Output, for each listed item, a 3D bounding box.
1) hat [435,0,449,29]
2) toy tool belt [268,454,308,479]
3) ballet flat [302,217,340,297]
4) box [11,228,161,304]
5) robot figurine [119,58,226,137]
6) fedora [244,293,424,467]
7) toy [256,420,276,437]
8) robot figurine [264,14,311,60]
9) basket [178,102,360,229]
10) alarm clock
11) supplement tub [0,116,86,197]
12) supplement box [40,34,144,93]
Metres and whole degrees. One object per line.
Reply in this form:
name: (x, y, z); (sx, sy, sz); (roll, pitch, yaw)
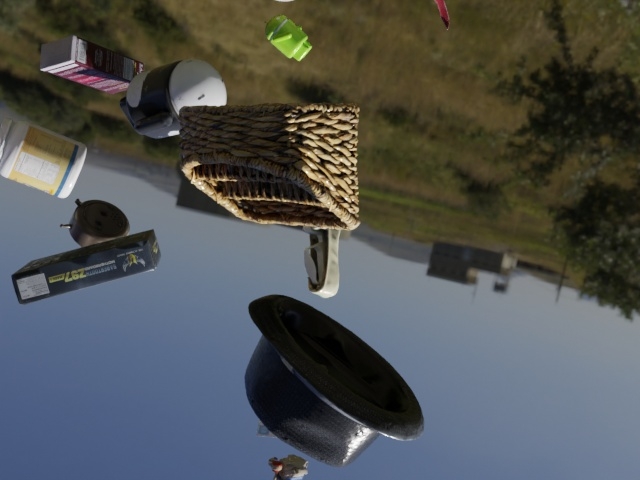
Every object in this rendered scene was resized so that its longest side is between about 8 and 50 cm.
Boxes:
hat: (0.236, -0.572, 1.638); (0.183, 0.173, 0.208); (31, 163, 2)
toy tool belt: (-0.061, 0.422, 1.523); (0.052, 0.051, 0.083); (16, -174, 40)
ballet flat: (0.000, 0.000, 1.815); (0.086, 0.248, 0.086); (-2, 176, 0)
box: (-0.400, 0.042, 1.465); (0.233, 0.059, 0.183); (-15, -171, -7)
robot figurine: (-0.358, -0.342, 2.058); (0.278, 0.209, 0.173); (-7, 163, 35)
fedora: (-0.004, 0.235, 1.318); (0.334, 0.152, 0.334); (33, -167, -9)
toy: (-0.103, 0.393, 2.203); (0.137, 0.237, 0.056); (-3, 154, 34)
robot figurine: (-0.076, -0.460, 1.899); (0.115, 0.067, 0.101); (41, -151, -5)
basket: (-0.100, -0.122, 1.432); (0.299, 0.223, 0.213); (8, -168, 39)
alarm clock: (-0.483, -0.025, 1.912); (0.192, 0.064, 0.129); (30, -144, -15)
supplement tub: (-0.677, -0.199, 2.004); (0.200, 0.144, 0.144); (22, 179, -22)
supplement box: (-0.595, -0.457, 2.205); (0.130, 0.073, 0.239); (-4, 170, 35)
